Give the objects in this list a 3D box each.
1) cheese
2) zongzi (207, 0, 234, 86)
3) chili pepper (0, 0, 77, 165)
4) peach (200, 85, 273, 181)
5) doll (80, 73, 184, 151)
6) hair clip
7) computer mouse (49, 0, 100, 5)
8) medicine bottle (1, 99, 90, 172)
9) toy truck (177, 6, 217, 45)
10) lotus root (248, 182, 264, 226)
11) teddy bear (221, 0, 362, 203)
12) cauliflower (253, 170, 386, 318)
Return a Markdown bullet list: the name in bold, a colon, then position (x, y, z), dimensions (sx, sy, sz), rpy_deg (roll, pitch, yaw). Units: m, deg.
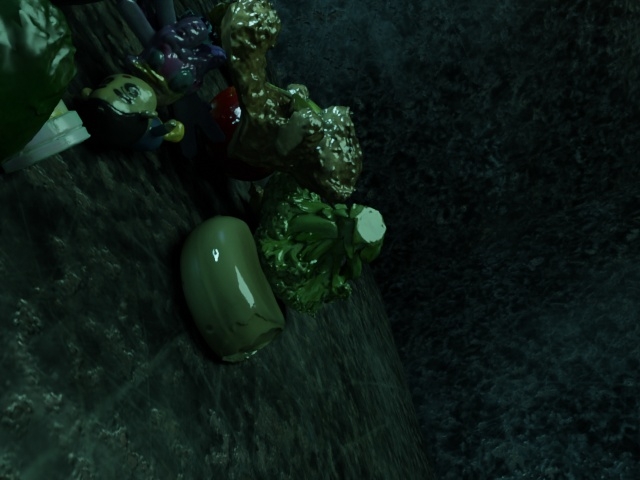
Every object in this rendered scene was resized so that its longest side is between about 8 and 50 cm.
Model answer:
- **cheese**: position (-0.121, 0.056, 0.711), dimensions (0.175, 0.091, 0.203), rpy_deg (48, 21, -69)
- **zongzi**: position (-0.245, -0.531, 1.480), dimensions (0.248, 0.111, 0.241), rpy_deg (-112, -169, -47)
- **chili pepper**: position (-0.253, -0.134, 0.260), dimensions (0.264, 0.148, 0.116), rpy_deg (49, -1, -44)
- **peach**: position (-0.135, -0.201, 0.983), dimensions (0.197, 0.197, 0.197), rpy_deg (-23, 90, -81)
- **doll**: position (-0.226, -0.152, 0.633), dimensions (0.179, 0.102, 0.089), rpy_deg (-69, 174, -79)
- **hair clip**: position (-0.192, -0.222, 0.738), dimensions (0.090, 0.137, 0.278), rpy_deg (54, -15, 20)
- **computer mouse**: position (-0.282, -0.429, 0.671), dimensions (0.122, 0.188, 0.371), rpy_deg (66, 4, -69)
- **medicine bottle**: position (-0.268, -0.164, 0.400), dimensions (0.074, 0.074, 0.218), rpy_deg (-92, 160, -66)
- **toy truck**: position (-0.277, -0.473, 1.222), dimensions (0.074, 0.063, 0.136), rpy_deg (50, -3, 25)
- **lotus root**: position (-0.116, -0.060, 1.122), dimensions (0.150, 0.062, 0.073), rpy_deg (62, 3, -33)
- **teddy bear**: position (-0.035, -0.211, 0.812), dimensions (0.246, 0.222, 0.296), rpy_deg (-118, -152, -64)
- **cauliflower**: position (0.000, 0.000, 1.010), dimensions (0.275, 0.250, 0.272), rpy_deg (45, 47, -53)
